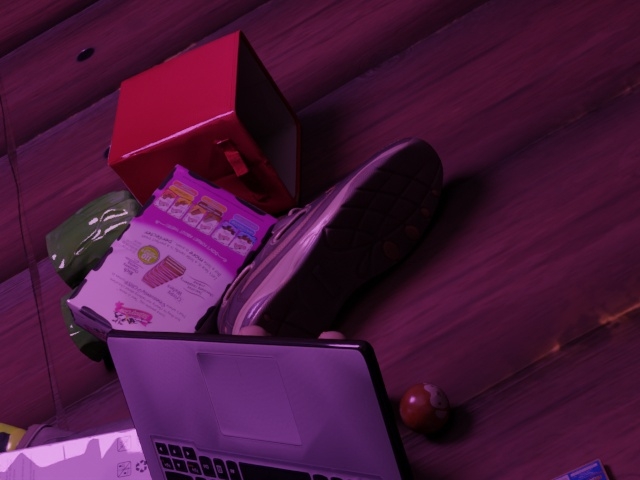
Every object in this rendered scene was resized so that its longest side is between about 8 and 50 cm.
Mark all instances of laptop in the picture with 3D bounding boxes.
[{"bbox_3d":[-0.102,0.305,1.173,0.236,0.407,0.382,-25,14,-37],"label":"laptop"}]

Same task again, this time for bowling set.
[{"bbox_3d":[0.019,0.165,1.517,0.200,0.154,0.287,-28,38,6],"label":"bowling set"}]

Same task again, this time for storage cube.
[{"bbox_3d":[-0.152,-0.133,1.948,0.193,0.183,0.215,-21,39,17],"label":"storage cube"}]

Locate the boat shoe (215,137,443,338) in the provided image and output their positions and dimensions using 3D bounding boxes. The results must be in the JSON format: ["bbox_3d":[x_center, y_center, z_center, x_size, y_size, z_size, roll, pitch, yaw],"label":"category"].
[{"bbox_3d":[0.000,0.000,1.735,0.355,0.132,0.130,-45,37,-17],"label":"boat shoe"}]

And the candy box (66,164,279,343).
[{"bbox_3d":[-0.177,0.040,1.778,0.159,0.071,0.233,30,65,16],"label":"candy box"}]

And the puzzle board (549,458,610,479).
[{"bbox_3d":[0.225,0.270,1.373,0.128,0.011,0.096,-26,36,7],"label":"puzzle board"}]

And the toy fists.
[{"bbox_3d":[-0.270,0.040,1.915,0.142,0.096,0.279,-35,39,9],"label":"toy fists"}]

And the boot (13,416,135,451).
[{"bbox_3d":[-0.275,0.279,1.680,0.209,0.076,0.189,-1,49,25],"label":"boot"}]

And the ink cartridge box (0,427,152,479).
[{"bbox_3d":[-0.315,0.314,1.595,0.333,0.065,0.165,-11,62,13],"label":"ink cartridge box"}]

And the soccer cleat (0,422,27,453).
[{"bbox_3d":[-0.417,0.297,1.748,0.072,0.060,0.179,21,51,18],"label":"soccer cleat"}]
